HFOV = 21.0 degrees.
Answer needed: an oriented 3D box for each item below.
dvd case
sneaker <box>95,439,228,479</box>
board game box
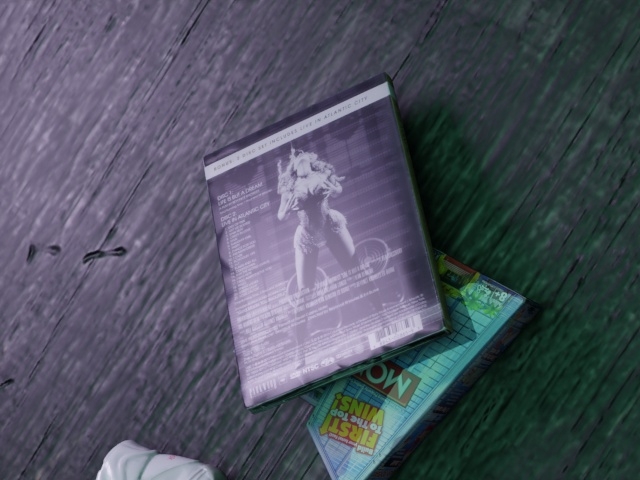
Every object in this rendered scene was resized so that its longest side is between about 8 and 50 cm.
[{"bbox_3d":[0.000,0.000,1.262,0.165,0.018,0.221,-24,58,20],"label":"dvd case"},{"bbox_3d":[-0.120,0.269,1.285,0.115,0.090,0.232,4,84,17],"label":"sneaker"},{"bbox_3d":[0.030,0.085,1.271,0.194,0.060,0.194,29,92,21],"label":"board game box"}]
